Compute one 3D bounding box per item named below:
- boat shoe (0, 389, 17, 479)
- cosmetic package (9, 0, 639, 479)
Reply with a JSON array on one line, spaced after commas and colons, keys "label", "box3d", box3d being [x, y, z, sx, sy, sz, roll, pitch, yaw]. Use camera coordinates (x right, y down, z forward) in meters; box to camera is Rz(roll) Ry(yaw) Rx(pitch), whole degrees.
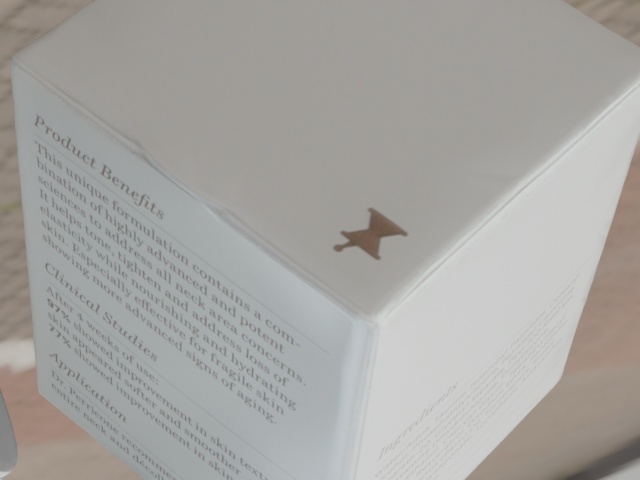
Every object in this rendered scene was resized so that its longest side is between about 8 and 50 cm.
[{"label": "boat shoe", "box3d": [-0.256, 0.059, 1.053, 0.088, 0.267, 0.096, -36, 143, 12]}, {"label": "cosmetic package", "box3d": [0.000, 0.000, 1.315, 0.327, 0.329, 0.394, -40, 155, -31]}]
